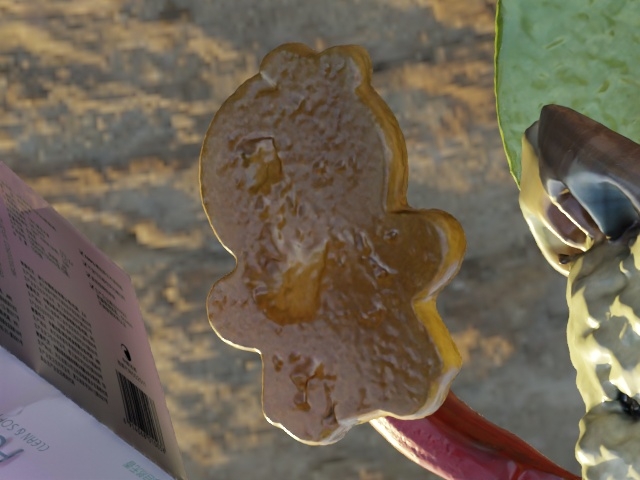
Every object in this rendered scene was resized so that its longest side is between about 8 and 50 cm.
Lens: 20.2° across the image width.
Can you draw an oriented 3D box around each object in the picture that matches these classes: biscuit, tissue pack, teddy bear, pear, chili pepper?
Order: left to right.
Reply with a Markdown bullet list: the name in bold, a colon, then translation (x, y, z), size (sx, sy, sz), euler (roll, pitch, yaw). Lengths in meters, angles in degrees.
- **tissue pack**: translation (-0.172, 0.038, 0.872), size (0.092, 0.148, 0.246), euler (-28, 143, 11)
- **biscuit**: translation (0.001, 0.000, 1.124), size (0.184, 0.249, 0.035), euler (-21, 172, 29)
- **chili pepper**: translation (0.093, 0.124, 1.703), size (0.137, 0.368, 0.092), euler (-44, 169, 19)
- **pear**: translation (0.234, -0.156, 1.328), size (0.288, 0.239, 0.139), euler (-35, -170, 3)
- **teddy bear**: translation (0.213, 0.165, 1.000), size (0.362, 0.375, 0.327), euler (24, 173, 5)
